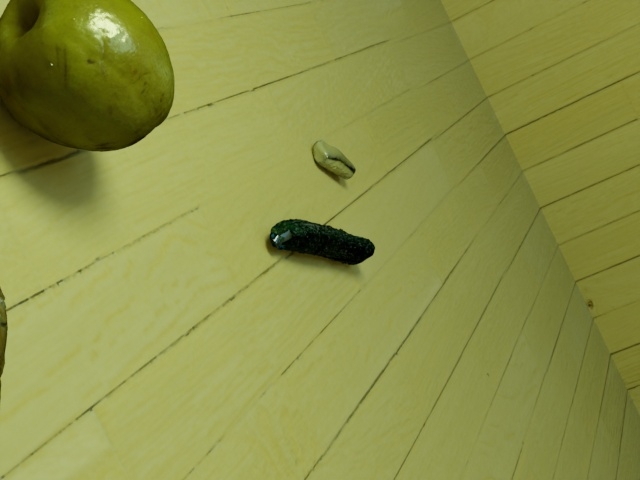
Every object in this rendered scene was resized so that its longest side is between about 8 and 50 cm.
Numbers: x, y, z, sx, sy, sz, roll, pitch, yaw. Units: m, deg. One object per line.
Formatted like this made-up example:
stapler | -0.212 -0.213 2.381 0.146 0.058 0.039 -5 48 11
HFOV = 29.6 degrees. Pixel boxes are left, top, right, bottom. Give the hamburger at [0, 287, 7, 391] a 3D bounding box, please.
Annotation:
hamburger | -0.293 0.021 0.669 0.309 0.133 0.211 34 39 -51

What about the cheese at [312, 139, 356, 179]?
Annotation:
cheese | 0.018 -0.115 1.701 0.083 0.030 0.044 27 21 -52

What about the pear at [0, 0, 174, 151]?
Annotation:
pear | -0.204 -0.147 1.045 0.162 0.149 0.148 45 29 -43

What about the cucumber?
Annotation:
cucumber | 0.001 0.000 1.515 0.257 0.043 0.044 11 52 -64
